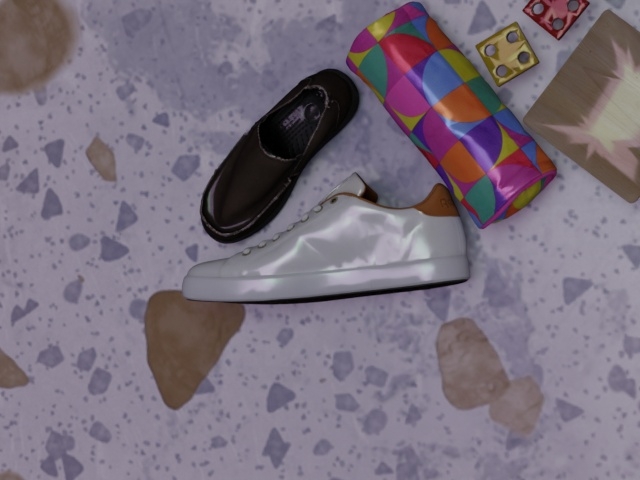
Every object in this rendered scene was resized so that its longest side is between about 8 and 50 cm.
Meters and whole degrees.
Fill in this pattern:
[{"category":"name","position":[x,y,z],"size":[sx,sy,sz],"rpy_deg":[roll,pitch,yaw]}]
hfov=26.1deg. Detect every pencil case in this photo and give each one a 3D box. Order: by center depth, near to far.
[{"category":"pencil case","position":[0.124,-0.123,1.338],"size":[0.104,0.104,0.236],"rpy_deg":[-40,78,15]}]

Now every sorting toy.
[{"category":"sorting toy","position":[0.279,-0.131,1.310],"size":[0.274,0.046,0.132],"rpy_deg":[39,103,13]}]

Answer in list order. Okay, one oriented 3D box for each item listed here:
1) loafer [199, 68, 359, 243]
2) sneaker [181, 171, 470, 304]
[{"category":"loafer","position":[-0.055,-0.089,1.405],"size":[0.080,0.078,0.220],"rpy_deg":[42,103,13]},{"category":"sneaker","position":[0.000,0.000,1.385],"size":[0.290,0.106,0.123],"rpy_deg":[-7,86,8]}]
